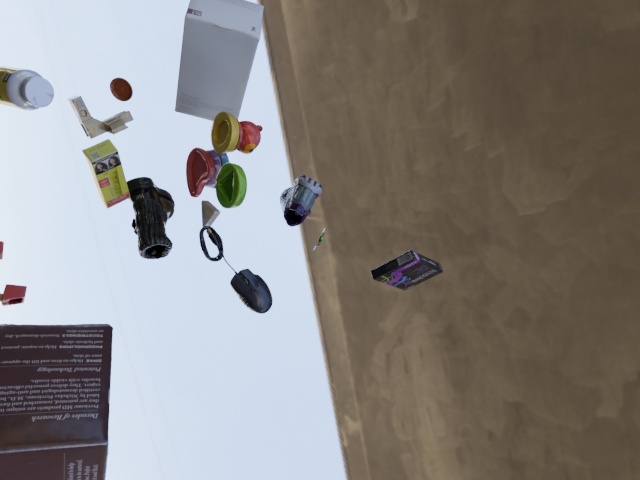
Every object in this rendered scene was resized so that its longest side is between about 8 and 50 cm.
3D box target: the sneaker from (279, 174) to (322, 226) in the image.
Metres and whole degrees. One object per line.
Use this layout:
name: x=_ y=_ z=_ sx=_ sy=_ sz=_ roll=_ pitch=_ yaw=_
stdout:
sneaker: x=-0.066 y=-0.068 z=1.208 sx=0.083 sy=0.098 sz=0.224 roll=28 pitch=-20 yaw=-3

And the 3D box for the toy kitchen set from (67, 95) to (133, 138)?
toy kitchen set: x=-0.383 y=-0.229 z=0.929 sx=0.068 sy=0.083 sz=0.075 roll=25 pitch=-40 yaw=51

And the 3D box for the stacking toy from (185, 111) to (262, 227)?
stacking toy: x=-0.276 y=-0.203 z=1.602 sx=0.309 sy=0.130 sz=0.280 roll=-33 pitch=-113 yaw=44

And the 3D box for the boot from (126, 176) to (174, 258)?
boot: x=-0.590 y=-0.054 z=1.885 sx=0.348 sy=0.131 sz=0.260 roll=72 pitch=-3 yaw=-79

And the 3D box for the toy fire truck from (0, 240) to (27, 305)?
toy fire truck: x=-0.716 y=0.062 z=1.090 sx=0.047 sy=0.191 sz=0.135 roll=-38 pitch=-128 yaw=51

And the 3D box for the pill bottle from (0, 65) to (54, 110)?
pill bottle: x=-0.772 y=-0.391 z=1.353 sx=0.184 sy=0.103 sz=0.103 roll=16 pitch=-67 yaw=31

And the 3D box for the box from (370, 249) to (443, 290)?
box: x=0.210 y=0.075 z=1.261 sx=0.116 sy=0.162 sz=0.029 roll=-30 pitch=-118 yaw=27

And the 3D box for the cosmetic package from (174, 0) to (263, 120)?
cosmetic package: x=-0.320 y=-0.552 z=1.622 sx=0.385 sy=0.217 sz=0.156 roll=124 pitch=-26 yaw=-53

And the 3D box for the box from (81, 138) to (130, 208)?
box: x=-0.643 y=-0.197 z=1.589 sx=0.058 sy=0.087 sz=0.232 roll=49 pitch=-28 yaw=18

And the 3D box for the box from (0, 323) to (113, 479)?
box: x=-0.390 y=0.248 z=0.746 sx=0.203 sy=0.166 sz=0.169 roll=-112 pitch=-146 yaw=-46

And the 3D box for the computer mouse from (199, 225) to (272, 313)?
computer mouse: x=-0.192 y=0.064 z=1.189 sx=0.242 sy=0.071 sz=0.041 roll=50 pitch=-20 yaw=-1

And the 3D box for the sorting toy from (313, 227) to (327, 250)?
sorting toy: x=0.000 y=0.000 z=1.408 sx=0.012 sy=0.083 sz=0.062 roll=29 pitch=-75 yaw=0

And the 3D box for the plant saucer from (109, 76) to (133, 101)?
plant saucer: x=-0.694 y=-0.528 z=1.834 sx=0.083 sy=0.013 sz=0.084 roll=6 pitch=-55 yaw=9
